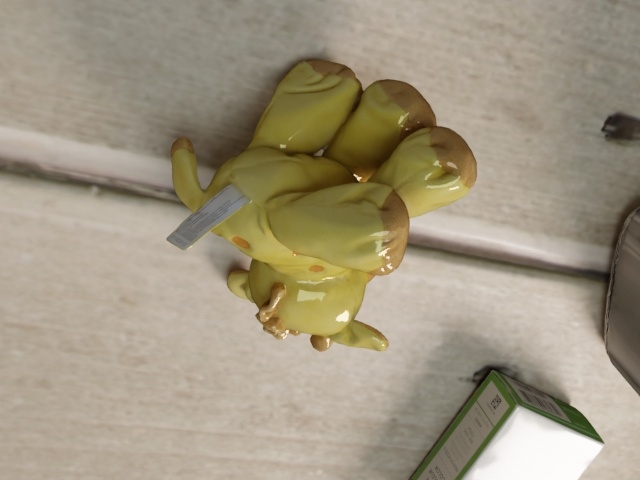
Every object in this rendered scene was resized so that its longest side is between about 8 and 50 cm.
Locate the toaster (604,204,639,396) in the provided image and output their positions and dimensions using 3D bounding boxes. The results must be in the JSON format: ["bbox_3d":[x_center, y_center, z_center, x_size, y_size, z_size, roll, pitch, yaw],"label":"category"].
[{"bbox_3d":[0.324,0.067,0.849,0.129,0.146,0.227,-6,115,-13],"label":"toaster"}]

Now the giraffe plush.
[{"bbox_3d":[0.000,0.000,0.729,0.210,0.181,0.170,-28,141,-14],"label":"giraffe plush"}]

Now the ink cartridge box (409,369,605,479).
[{"bbox_3d":[0.149,0.231,0.923,0.109,0.062,0.209,26,105,-25],"label":"ink cartridge box"}]
